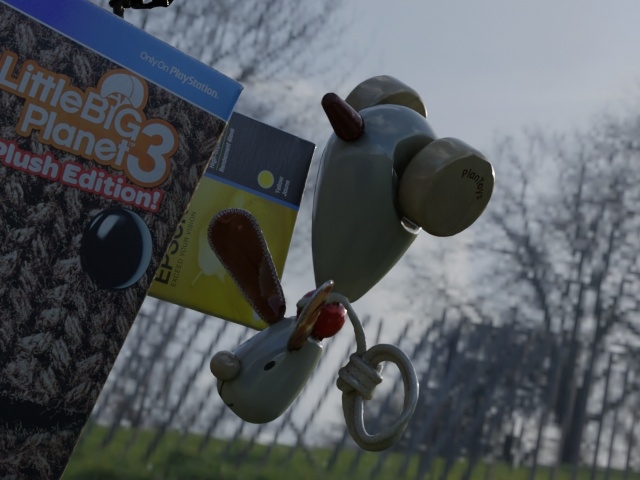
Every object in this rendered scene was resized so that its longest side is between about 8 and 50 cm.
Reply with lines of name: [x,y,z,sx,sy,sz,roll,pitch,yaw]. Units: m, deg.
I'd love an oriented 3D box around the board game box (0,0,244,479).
board game box: [-0.223,-0.015,0.915,0.232,0.291,0.141,27,-12,-18]

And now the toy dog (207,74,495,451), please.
toy dog: [0.000,0.000,1.245,0.161,0.334,0.220,27,-10,-42]

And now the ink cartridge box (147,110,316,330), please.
ink cartridge box: [-0.180,-0.052,2.147,0.307,0.304,0.072,20,-11,-28]

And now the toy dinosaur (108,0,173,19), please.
toy dinosaur: [-0.216,-0.324,1.378,0.218,0.322,0.164,44,18,21]
